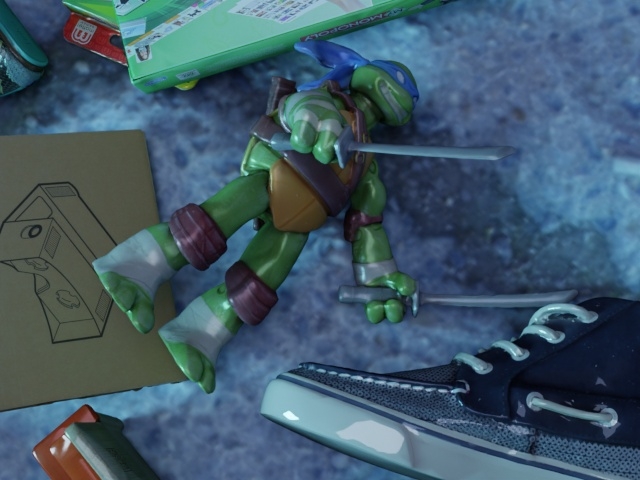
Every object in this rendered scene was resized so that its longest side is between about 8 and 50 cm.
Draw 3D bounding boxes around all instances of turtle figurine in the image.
[{"bbox_3d":[0.000,0.000,0.820,0.266,0.198,0.274,-40,77,-2],"label":"turtle figurine"}]

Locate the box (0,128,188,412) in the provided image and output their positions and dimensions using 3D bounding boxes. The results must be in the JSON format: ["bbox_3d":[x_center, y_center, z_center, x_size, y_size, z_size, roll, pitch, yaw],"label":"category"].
[{"bbox_3d":[-0.192,0.019,0.879,0.164,0.021,0.201,-6,80,-33],"label":"box"}]

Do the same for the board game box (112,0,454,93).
[{"bbox_3d":[-0.014,-0.258,0.895,0.317,0.046,0.213,-16,83,5],"label":"board game box"}]

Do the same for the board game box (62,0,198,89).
[{"bbox_3d":[-0.105,-0.259,0.950,0.124,0.039,0.259,23,88,9],"label":"board game box"}]

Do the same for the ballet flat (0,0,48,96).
[{"bbox_3d":[-0.289,-0.194,0.945,0.070,0.070,0.188,-31,77,1],"label":"ballet flat"}]

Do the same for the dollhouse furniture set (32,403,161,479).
[{"bbox_3d":[-0.234,0.235,0.842,0.259,0.135,0.262,-41,81,-1],"label":"dollhouse furniture set"}]

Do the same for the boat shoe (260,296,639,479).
[{"bbox_3d":[0.139,0.105,0.842,0.341,0.127,0.158,16,78,0],"label":"boat shoe"}]
